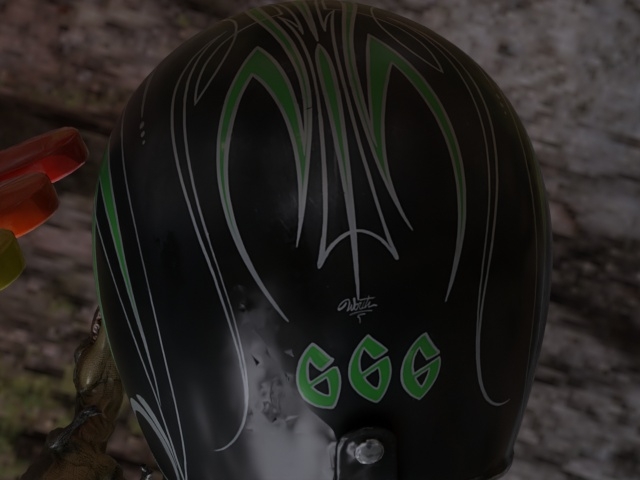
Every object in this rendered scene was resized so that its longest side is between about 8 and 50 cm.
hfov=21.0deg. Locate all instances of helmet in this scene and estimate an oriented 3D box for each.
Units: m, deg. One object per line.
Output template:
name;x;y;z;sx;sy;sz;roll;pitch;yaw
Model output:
helmet;0.000;0.000;0.579;0.169;0.161;0.169;-4;-175;0

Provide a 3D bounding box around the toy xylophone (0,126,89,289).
toy xylophone;-0.208;0.024;0.576;0.236;0.081;0.322;-20;-159;8

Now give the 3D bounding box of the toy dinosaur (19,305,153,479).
toy dinosaur;-0.131;0.152;0.801;0.064;0.268;0.118;42;157;-28
